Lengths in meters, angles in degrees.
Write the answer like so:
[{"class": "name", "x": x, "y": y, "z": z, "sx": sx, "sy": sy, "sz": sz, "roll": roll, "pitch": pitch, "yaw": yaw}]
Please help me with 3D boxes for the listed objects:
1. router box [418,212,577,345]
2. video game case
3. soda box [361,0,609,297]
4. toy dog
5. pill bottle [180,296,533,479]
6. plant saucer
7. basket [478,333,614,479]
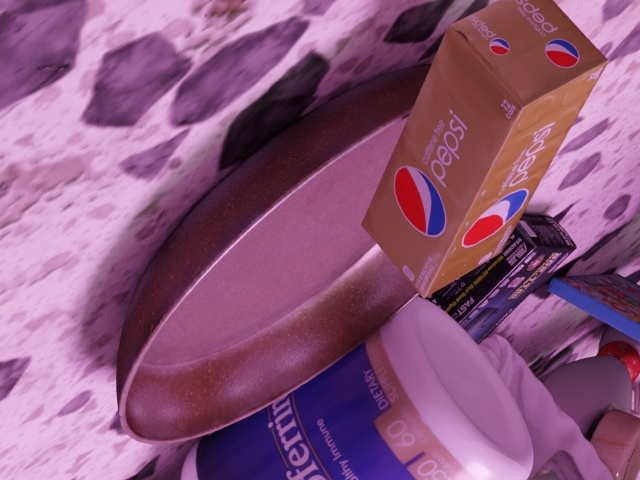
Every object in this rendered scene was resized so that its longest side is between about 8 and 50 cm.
[{"class": "router box", "x": 0.125, "y": 0.032, "z": 1.473, "sx": 0.122, "sy": 0.038, "sz": 0.092, "roll": -46, "pitch": 162, "yaw": 19}, {"class": "video game case", "x": 0.278, "y": 0.063, "z": 1.720, "sx": 0.166, "sy": 0.119, "sz": 0.015, "roll": 0, "pitch": 117, "yaw": -63}, {"class": "soda box", "x": 0.080, "y": -0.048, "z": 1.014, "sx": 0.061, "sy": 0.058, "sz": 0.181, "roll": -29, "pitch": 159, "yaw": -28}, {"class": "toy dog", "x": 0.249, "y": 0.184, "z": 1.856, "sx": 0.333, "sy": 0.220, "sz": 0.161, "roll": -5, "pitch": 120, "yaw": -45}, {"class": "pill bottle", "x": 0.001, "y": 0.169, "z": 1.352, "sx": 0.264, "sy": 0.153, "sz": 0.153, "roll": -37, "pitch": 163, "yaw": 18}, {"class": "plant saucer", "x": 0.000, "y": 0.000, "z": 1.139, "sx": 0.310, "sy": 0.050, "sz": 0.310, "roll": -34, "pitch": 162, "yaw": -13}, {"class": "basket", "x": 0.115, "y": 0.289, "z": 1.572, "sx": 0.266, "sy": 0.328, "sz": 0.331, "roll": -40, "pitch": 170, "yaw": 17}]
